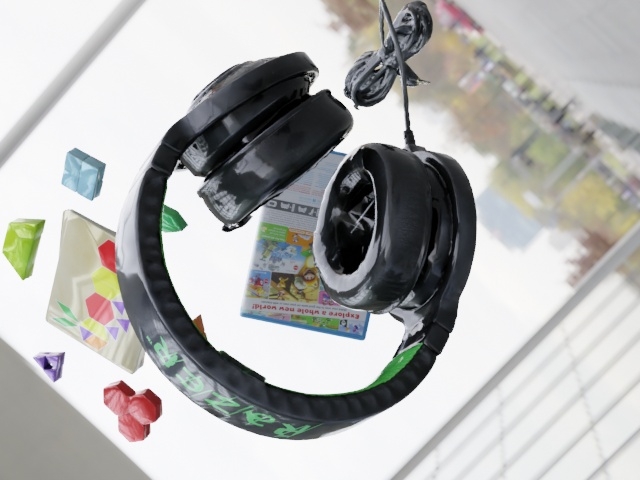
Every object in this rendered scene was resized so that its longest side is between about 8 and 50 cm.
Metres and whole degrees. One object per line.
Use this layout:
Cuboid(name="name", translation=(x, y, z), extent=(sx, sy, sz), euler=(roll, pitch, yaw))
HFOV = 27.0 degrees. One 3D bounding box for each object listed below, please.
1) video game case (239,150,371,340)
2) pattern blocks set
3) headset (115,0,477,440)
Cuboid(name="video game case", translation=(0.000, 0.000, 1.222), extent=(0.119, 0.166, 0.015), euler=(12, -178, -7))
Cuboid(name="pattern blocks set", translation=(-0.252, 0.062, 1.559), extent=(0.285, 0.324, 0.026), euler=(36, -144, 10))
Cuboid(name="headset", translation=(-0.004, -0.032, 0.991), extent=(0.243, 0.394, 0.185), euler=(34, 147, -11))
